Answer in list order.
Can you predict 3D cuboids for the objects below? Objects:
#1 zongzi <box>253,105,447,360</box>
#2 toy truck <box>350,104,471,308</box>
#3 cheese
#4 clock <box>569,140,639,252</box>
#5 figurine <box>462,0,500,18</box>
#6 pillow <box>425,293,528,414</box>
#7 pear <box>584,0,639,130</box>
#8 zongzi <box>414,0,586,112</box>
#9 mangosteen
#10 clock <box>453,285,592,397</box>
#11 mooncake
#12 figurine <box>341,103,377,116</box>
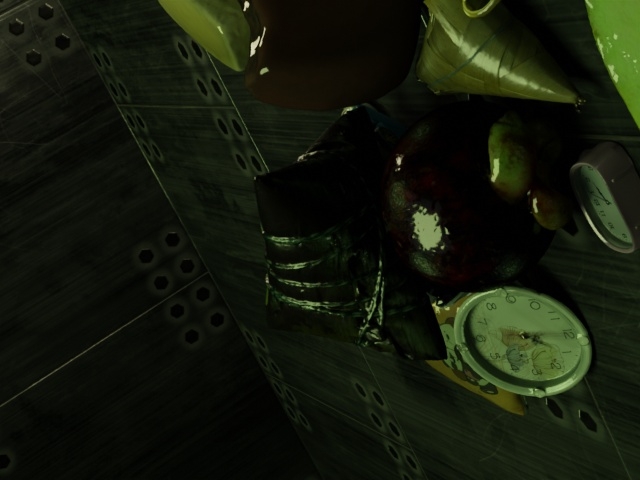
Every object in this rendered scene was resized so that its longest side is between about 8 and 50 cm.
[{"bbox_3d":[0.000,0.000,1.803,0.319,0.362,0.384,1,99,28],"label":"zongzi"},{"bbox_3d":[0.150,-0.062,2.008,0.146,0.175,0.367,-48,70,26],"label":"toy truck"},{"bbox_3d":[-0.103,-0.417,1.959,0.242,0.265,0.124,42,157,39],"label":"cheese"},{"bbox_3d":[0.391,-0.056,1.645,0.153,0.050,0.110,61,162,-12],"label":"clock"},{"bbox_3d":[0.182,-0.378,1.489,0.142,0.190,0.263,18,-170,-43],"label":"figurine"},{"bbox_3d":[0.253,0.153,2.226,0.312,0.119,0.310,32,149,39],"label":"pillow"},{"bbox_3d":[0.387,-0.245,1.161,0.282,0.176,0.286,56,157,9],"label":"pear"},{"bbox_3d":[0.246,-0.228,1.671,0.256,0.115,0.228,41,164,11],"label":"zongzi"},{"bbox_3d":[0.225,-0.066,1.723,0.288,0.288,0.288,48,160,24],"label":"mangosteen"},{"bbox_3d":[0.340,0.159,2.028,0.236,0.053,0.236,13,129,17],"label":"clock"},{"bbox_3d":[-0.006,-0.337,1.756,0.326,0.334,0.174,40,166,10],"label":"mooncake"},{"bbox_3d":[0.062,-0.230,2.183,0.143,0.068,0.101,-127,18,-54],"label":"figurine"}]
